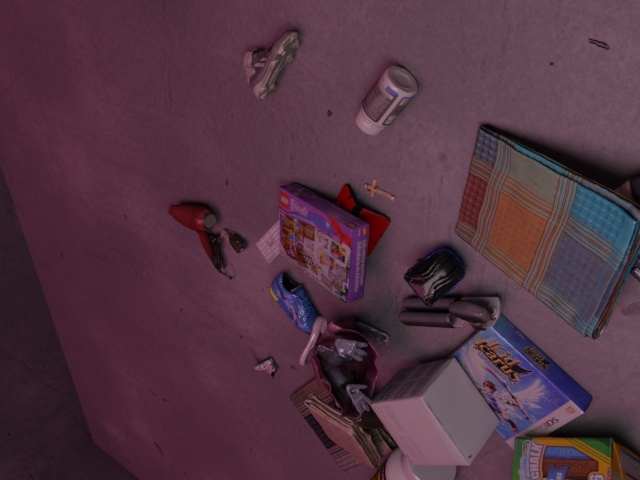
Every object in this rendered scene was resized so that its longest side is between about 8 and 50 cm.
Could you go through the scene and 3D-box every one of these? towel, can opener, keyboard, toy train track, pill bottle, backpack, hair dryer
[{"bbox_3d":[0.068,0.545,1.756,0.187,0.049,0.282,25,153,35],"label":"towel"},{"bbox_3d":[0.284,0.155,1.390,0.093,0.074,0.280,35,155,-28],"label":"can opener"},{"bbox_3d":[-0.107,-0.017,1.702,0.072,0.014,0.256,52,138,3],"label":"keyboard"},{"bbox_3d":[0.134,-0.111,1.418,0.083,0.014,0.048,27,132,27],"label":"toy train track"},{"bbox_3d":[0.247,0.686,1.712,0.188,0.188,0.334,38,136,18],"label":"pill bottle"},{"bbox_3d":[0.068,0.556,1.905,0.312,0.056,0.324,52,141,6],"label":"towel"},{"bbox_3d":[0.258,0.070,1.364,0.120,0.101,0.098,-41,88,16],"label":"backpack"},{"bbox_3d":[0.396,-0.023,1.125,0.370,0.040,0.271,44,141,42],"label":"towel"},{"bbox_3d":[-0.368,-0.012,1.896,0.293,0.080,0.223,46,139,10],"label":"hair dryer"},{"bbox_3d":[0.131,-0.283,1.258,0.078,0.078,0.137,49,138,6],"label":"pill bottle"}]

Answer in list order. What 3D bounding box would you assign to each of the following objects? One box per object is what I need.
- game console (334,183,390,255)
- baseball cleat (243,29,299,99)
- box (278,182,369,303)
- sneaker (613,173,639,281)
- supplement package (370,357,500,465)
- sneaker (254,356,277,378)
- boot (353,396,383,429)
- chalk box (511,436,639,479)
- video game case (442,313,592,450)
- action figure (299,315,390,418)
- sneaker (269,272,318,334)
[{"bbox_3d":[0.089,-0.049,1.501,0.144,0.085,0.124,-63,39,45],"label":"game console"},{"bbox_3d":[-0.125,-0.421,1.409,0.109,0.072,0.206,52,135,12],"label":"baseball cleat"},{"bbox_3d":[0.000,0.000,1.513,0.293,0.057,0.201,33,132,44],"label":"box"},{"bbox_3d":[0.587,0.037,1.021,0.127,0.126,0.321,-22,89,43],"label":"sneaker"},{"bbox_3d":[0.266,0.408,1.454,0.194,0.149,0.203,55,144,-4],"label":"supplement package"},{"bbox_3d":[-0.178,0.434,2.047,0.069,0.038,0.098,56,139,0],"label":"sneaker"},{"bbox_3d":[0.186,0.426,1.594,0.106,0.219,0.082,-46,59,39],"label":"boot"},{"bbox_3d":[0.526,0.535,1.320,0.180,0.179,0.289,34,148,-31],"label":"chalk box"},{"bbox_3d":[0.428,0.329,1.405,0.269,0.061,0.244,44,136,12],"label":"video game case"},{"bbox_3d":[0.022,0.306,1.586,0.276,0.248,0.370,27,-179,-16],"label":"action figure"},{"bbox_3d":[-0.059,0.182,1.750,0.209,0.069,0.082,48,135,7],"label":"sneaker"}]
